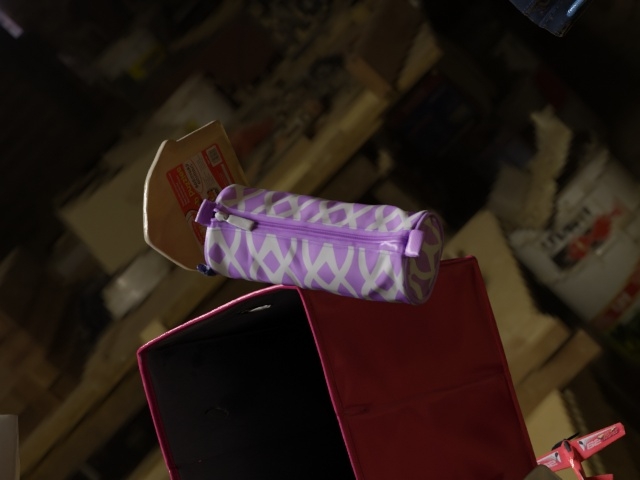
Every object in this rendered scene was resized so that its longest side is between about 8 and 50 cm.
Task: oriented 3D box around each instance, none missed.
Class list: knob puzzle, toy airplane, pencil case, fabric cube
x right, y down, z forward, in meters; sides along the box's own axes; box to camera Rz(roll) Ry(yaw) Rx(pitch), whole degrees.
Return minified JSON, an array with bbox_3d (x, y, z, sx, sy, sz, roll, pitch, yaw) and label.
[{"bbox_3d":[-0.168,-0.043,1.865,0.030,0.213,0.213,-10,37,44],"label":"knob puzzle"},{"bbox_3d":[0.321,0.279,1.768,0.151,0.028,0.151,-25,15,7],"label":"toy airplane"},{"bbox_3d":[0.000,0.000,1.192,0.206,0.088,0.086,7,66,21],"label":"pencil case"},{"bbox_3d":[0.020,0.175,1.400,0.258,0.259,0.254,-8,-12,-45],"label":"fabric cube"}]

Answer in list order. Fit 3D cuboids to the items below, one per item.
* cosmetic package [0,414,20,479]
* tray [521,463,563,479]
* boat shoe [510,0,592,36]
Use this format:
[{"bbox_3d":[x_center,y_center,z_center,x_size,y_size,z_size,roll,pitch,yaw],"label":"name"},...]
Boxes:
[{"bbox_3d":[-0.389,0.231,1.125,0.129,0.296,0.153,-101,14,-45],"label":"cosmetic package"},{"bbox_3d":[0.183,0.312,1.249,0.270,0.145,0.030,-32,-23,-48],"label":"tray"},{"bbox_3d":[0.214,-0.216,0.820,0.258,0.089,0.109,-37,-1,14],"label":"boat shoe"}]
